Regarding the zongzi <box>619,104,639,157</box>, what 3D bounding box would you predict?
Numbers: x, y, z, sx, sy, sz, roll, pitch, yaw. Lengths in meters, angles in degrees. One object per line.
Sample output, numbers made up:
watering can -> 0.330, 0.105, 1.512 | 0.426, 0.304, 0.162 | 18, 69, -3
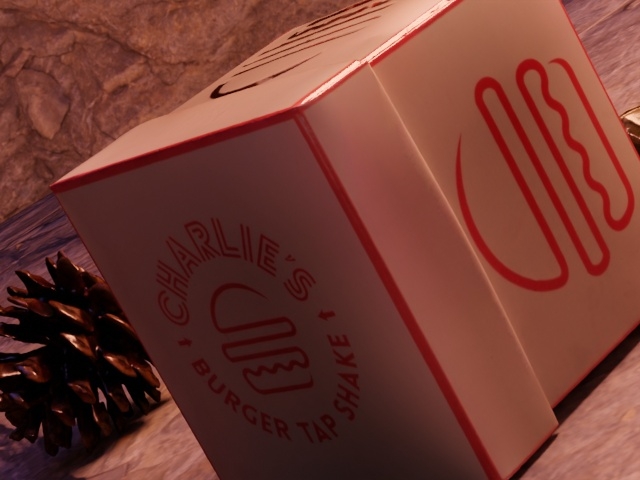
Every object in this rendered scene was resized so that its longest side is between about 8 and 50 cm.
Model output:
zongzi -> 0.392, -0.082, 1.565 | 0.248, 0.111, 0.241 | -28, 29, -17

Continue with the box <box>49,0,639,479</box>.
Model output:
box -> 0.045, -0.007, 1.532 | 0.314, 0.312, 0.300 | -14, 19, 49

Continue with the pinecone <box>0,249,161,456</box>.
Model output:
pinecone -> -0.251, 0.119, 2.002 | 0.208, 0.207, 0.208 | -29, 13, 7
